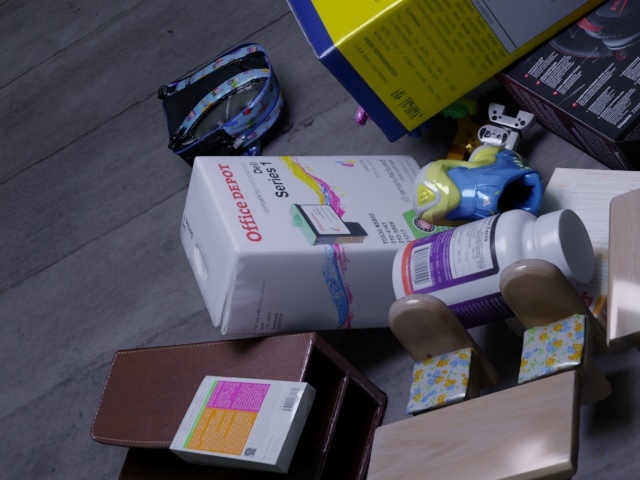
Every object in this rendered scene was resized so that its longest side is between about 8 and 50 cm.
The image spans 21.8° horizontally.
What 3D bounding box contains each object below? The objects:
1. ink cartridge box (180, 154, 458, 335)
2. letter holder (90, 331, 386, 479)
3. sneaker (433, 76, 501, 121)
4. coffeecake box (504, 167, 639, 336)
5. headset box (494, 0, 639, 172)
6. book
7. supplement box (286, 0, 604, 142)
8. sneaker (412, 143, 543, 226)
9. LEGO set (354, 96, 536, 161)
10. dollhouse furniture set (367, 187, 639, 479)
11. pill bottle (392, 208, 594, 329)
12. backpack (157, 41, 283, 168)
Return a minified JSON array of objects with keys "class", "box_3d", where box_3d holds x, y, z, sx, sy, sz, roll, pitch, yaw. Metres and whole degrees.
[{"class":"ink cartridge box","box_3d":[0.000,0.000,1.891,0.201,0.278,0.117,-117,32,-50]},{"class":"letter holder","box_3d":[-0.109,0.240,1.869,0.301,0.152,0.214,-8,53,37]},{"class":"sneaker","box_3d":[0.180,-0.259,2.068,0.293,0.146,0.102,-31,40,16]},{"class":"coffeecake box","box_3d":[0.288,0.017,1.785,0.142,0.068,0.185,6,59,45]},{"class":"headset box","box_3d":[0.346,-0.212,1.909,0.218,0.110,0.293,-46,39,-3]},{"class":"book","box_3d":[-0.081,0.191,1.748,0.144,0.035,0.096,1,59,40]},{"class":"supplement box","box_3d":[0.153,-0.316,1.899,0.356,0.194,0.195,-33,51,10]},{"class":"sneaker","box_3d":[0.205,-0.050,1.840,0.126,0.240,0.091,11,106,31]},{"class":"LEGO set","box_3d":[0.144,-0.126,2.017,0.227,0.087,0.093,18,76,21]},{"class":"dollhouse furniture set","box_3d":[0.197,0.146,1.504,0.394,0.256,0.362,-20,37,27]},{"class":"pill bottle","box_3d":[0.182,0.030,1.728,0.193,0.108,0.108,-17,46,32]},{"class":"backpack","box_3d":[-0.123,-0.182,2.289,0.173,0.117,0.158,-34,39,13]}]
